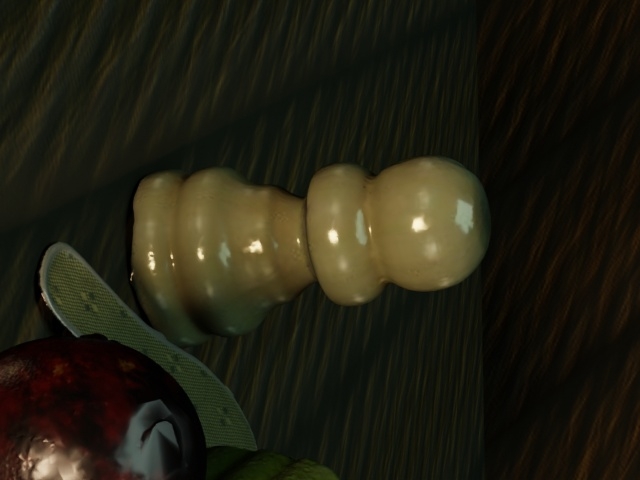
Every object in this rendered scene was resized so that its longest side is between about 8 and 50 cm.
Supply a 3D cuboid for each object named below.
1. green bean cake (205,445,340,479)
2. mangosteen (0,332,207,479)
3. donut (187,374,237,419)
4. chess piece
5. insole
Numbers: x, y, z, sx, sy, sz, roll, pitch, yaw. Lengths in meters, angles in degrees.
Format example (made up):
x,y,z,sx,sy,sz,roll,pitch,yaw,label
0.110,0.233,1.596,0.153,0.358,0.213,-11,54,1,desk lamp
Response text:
x,y,z,sx,sy,sz,roll,pitch,yaw,label
-0.083,0.300,1.273,0.125,0.222,0.248,-32,121,-63,green bean cake
-0.176,0.166,1.070,0.210,0.210,0.210,-6,90,-73,mangosteen
-0.122,0.209,1.437,0.174,0.068,0.174,-6,90,-70,donut
0.000,0.000,1.460,0.182,0.330,0.182,-7,90,-74,chess piece
-0.145,0.116,1.348,0.322,0.007,0.109,50,30,-34,insole
